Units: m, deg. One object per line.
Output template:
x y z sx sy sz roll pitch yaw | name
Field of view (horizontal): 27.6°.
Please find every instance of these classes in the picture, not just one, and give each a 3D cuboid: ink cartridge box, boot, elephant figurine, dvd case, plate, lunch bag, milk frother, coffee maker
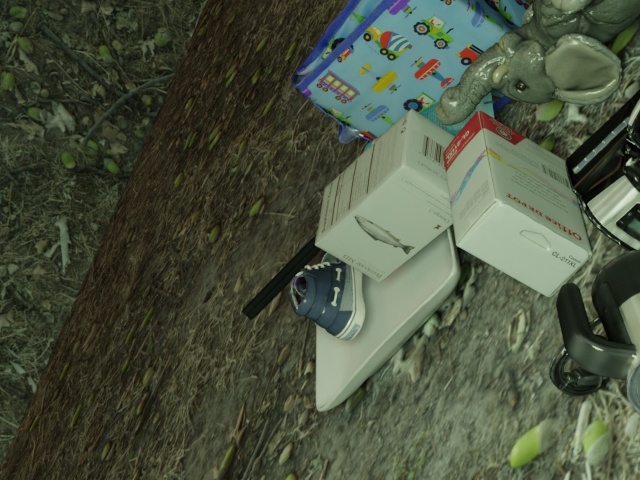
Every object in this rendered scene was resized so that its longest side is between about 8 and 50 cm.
0.204 -0.040 1.376 0.072 0.127 0.175 -50 22 30 | ink cartridge box
0.004 0.049 1.665 0.069 0.086 0.190 -54 21 19 | boot
0.265 -0.224 1.471 0.169 0.186 0.239 -32 -36 -47 | elephant figurine
0.000 0.000 1.821 0.180 0.022 0.253 -45 0 35 | dvd case
0.088 0.052 1.650 0.278 0.045 0.277 -48 24 29 | plate
0.117 -0.220 1.697 0.293 0.221 0.138 -46 24 34 | lunch bag
0.265 0.105 1.109 0.135 0.129 0.143 -93 -5 -57 | milk frother
0.327 -0.092 1.208 0.178 0.120 0.171 -47 0 29 | coffee maker

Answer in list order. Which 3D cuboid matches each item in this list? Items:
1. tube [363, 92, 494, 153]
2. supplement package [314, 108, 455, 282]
0.141 -0.139 1.661 0.207 0.052 0.080 -26 66 45 | tube
0.090 -0.051 1.569 0.179 0.105 0.105 -42 27 41 | supplement package
